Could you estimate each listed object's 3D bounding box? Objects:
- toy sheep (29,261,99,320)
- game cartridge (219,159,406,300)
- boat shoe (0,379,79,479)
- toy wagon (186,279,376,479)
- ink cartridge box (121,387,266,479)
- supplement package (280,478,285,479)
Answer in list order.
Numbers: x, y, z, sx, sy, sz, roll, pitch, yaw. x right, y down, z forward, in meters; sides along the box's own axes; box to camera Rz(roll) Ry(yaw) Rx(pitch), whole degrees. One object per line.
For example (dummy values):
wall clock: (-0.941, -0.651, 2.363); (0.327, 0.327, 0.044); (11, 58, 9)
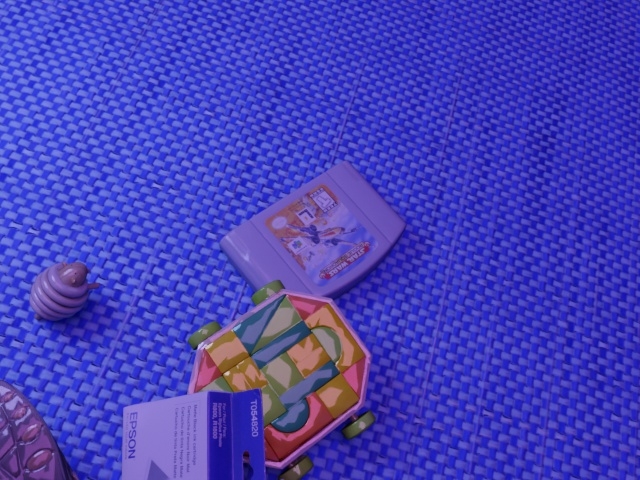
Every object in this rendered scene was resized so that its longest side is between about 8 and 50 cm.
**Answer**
toy sheep: (-0.401, 0.081, 1.091); (0.091, 0.132, 0.091); (34, 23, -17)
game cartridge: (0.000, 0.000, 1.236); (0.297, 0.062, 0.198); (-35, 69, -24)
boat shoe: (-0.378, 0.355, 0.935); (0.132, 0.130, 0.355); (-26, 75, -18)
toy wagon: (-0.090, 0.232, 1.064); (0.344, 0.068, 0.267); (-33, 80, -18)
ink cartridge box: (-0.176, 0.320, 0.951); (0.224, 0.045, 0.223); (-17, 65, 27)
supplement package: (-0.061, 0.437, 0.961); (0.105, 0.105, 0.179); (31, 62, 6)
